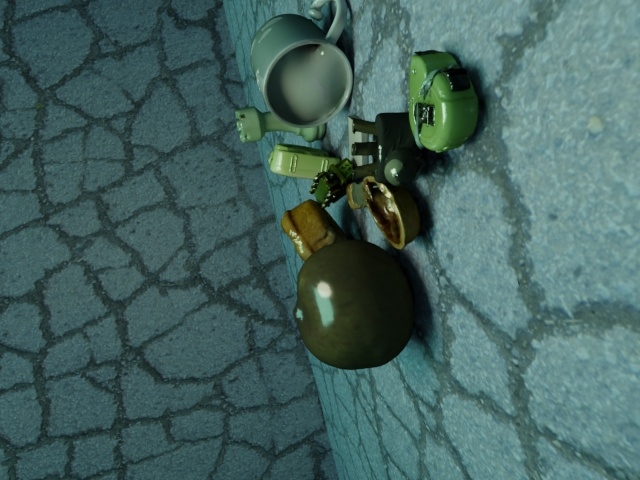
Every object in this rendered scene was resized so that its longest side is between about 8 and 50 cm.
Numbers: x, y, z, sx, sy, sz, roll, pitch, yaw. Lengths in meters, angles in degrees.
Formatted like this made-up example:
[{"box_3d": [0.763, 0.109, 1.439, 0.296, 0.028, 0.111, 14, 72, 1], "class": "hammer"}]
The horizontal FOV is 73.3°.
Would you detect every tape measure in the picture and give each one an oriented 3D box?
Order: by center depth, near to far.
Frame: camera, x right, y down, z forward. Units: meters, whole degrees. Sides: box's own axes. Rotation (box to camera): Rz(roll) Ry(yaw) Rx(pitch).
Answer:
[{"box_3d": [0.217, -0.240, 0.783, 0.154, 0.088, 0.177, -124, 23, -54], "class": "tape measure"}]

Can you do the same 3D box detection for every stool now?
[{"box_3d": [0.139, -0.199, 0.927, 0.228, 0.140, 0.153, -87, -4, -78], "class": "stool"}]

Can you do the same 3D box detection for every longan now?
[{"box_3d": [0.086, 0.175, 1.183, 0.361, 0.362, 0.360, 166, 90, -76], "class": "longan"}]

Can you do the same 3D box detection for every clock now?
[{"box_3d": [-0.074, -0.293, 1.570, 0.308, 0.235, 0.096, -128, 44, -67], "class": "clock"}]

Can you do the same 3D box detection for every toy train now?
[{"box_3d": [0.043, -0.179, 1.356, 0.090, 0.137, 0.225, 53, 167, 4], "class": "toy train"}]

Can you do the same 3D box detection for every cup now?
[{"box_3d": [-0.048, -0.552, 1.257, 0.356, 0.260, 0.274, -55, 41, 29], "class": "cup"}]

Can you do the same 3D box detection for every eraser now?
[{"box_3d": [0.111, -0.283, 1.271, 0.103, 0.023, 0.150, -124, 25, -54], "class": "eraser"}]

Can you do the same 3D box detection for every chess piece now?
[{"box_3d": [-0.149, -0.435, 1.559, 0.195, 0.300, 0.194, 166, 90, -75], "class": "chess piece"}]

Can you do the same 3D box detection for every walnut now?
[{"box_3d": [0.186, -0.078, 1.050, 0.167, 0.087, 0.211, 88, 158, -54], "class": "walnut"}]

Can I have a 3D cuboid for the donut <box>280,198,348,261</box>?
[{"box_3d": [0.000, 0.000, 1.493, 0.299, 0.150, 0.317, 55, -173, 4], "class": "donut"}]

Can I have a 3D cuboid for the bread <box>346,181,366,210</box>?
[{"box_3d": [0.115, -0.134, 1.287, 0.070, 0.077, 0.083, 166, 90, -72], "class": "bread"}]
